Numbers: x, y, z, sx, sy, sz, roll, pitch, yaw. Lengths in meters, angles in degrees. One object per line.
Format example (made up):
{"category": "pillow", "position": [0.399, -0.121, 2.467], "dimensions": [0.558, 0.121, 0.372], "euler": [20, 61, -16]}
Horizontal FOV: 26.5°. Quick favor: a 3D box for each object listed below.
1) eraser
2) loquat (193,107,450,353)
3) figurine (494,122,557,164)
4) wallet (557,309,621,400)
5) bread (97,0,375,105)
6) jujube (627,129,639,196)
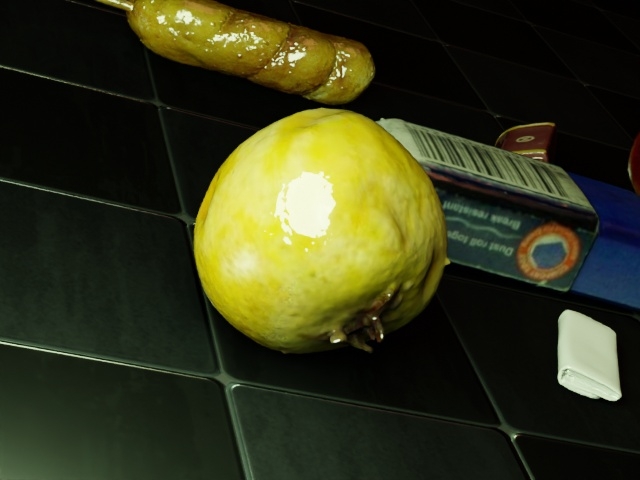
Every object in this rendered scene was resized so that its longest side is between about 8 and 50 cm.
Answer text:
{"category": "eraser", "position": [0.198, -0.028, 1.421], "dimensions": [0.332, 0.102, 0.155], "euler": [16, 24, -17]}
{"category": "loquat", "position": [0.001, 0.002, 1.109], "dimensions": [0.213, 0.213, 0.213], "euler": [18, 25, -9]}
{"category": "figurine", "position": [0.227, -0.092, 1.614], "dimensions": [0.098, 0.082, 0.154], "euler": [6, 23, 11]}
{"category": "wallet", "position": [0.252, 0.108, 1.280], "dimensions": [0.061, 0.025, 0.122], "euler": [21, 25, 1]}
{"category": "bread", "position": [-0.101, -0.232, 1.600], "dimensions": [0.344, 0.084, 0.124], "euler": [13, 4, -18]}
{"category": "jujube", "position": [0.541, -0.088, 1.700], "dimensions": [0.317, 0.223, 0.223], "euler": [3, 31, -28]}
